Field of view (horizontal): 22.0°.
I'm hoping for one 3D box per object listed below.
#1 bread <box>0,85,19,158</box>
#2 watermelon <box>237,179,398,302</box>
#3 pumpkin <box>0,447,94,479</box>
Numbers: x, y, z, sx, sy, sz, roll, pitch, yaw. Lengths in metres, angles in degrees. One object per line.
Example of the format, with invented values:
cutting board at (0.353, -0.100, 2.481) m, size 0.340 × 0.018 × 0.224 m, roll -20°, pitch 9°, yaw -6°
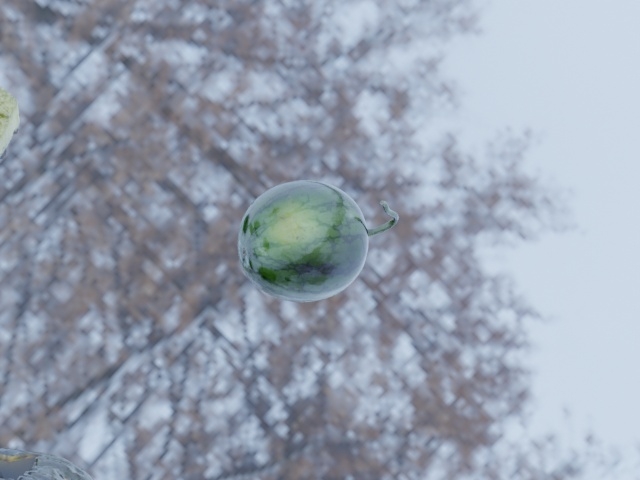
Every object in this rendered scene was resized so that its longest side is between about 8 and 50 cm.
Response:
bread at (-0.555, -0.120, 2.213) m, size 0.198 × 0.236 × 0.263 m, roll -47°, pitch -164°, yaw 42°
watermelon at (0.000, 0.000, 1.865) m, size 0.187 × 0.141 × 0.140 m, roll -6°, pitch -171°, yaw -18°
pumpkin at (-0.386, 0.336, 1.823) m, size 0.320 × 0.192 × 0.320 m, roll -1°, pitch -176°, yaw 0°
